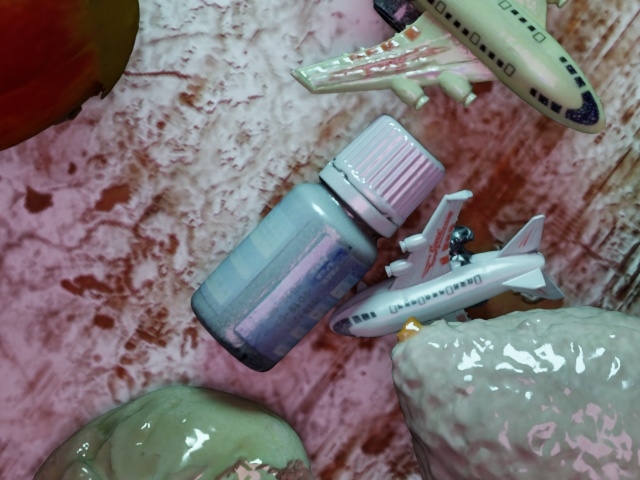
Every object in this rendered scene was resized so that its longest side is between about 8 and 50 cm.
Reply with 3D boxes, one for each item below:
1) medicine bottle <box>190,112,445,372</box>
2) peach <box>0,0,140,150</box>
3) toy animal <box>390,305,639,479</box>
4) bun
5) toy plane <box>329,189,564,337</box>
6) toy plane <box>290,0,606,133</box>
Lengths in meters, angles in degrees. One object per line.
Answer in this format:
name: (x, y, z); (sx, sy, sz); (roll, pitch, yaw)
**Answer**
medicine bottle: (0.000, 0.000, 1.130); (0.083, 0.083, 0.203); (43, 98, -9)
peach: (-0.285, -0.209, 0.948); (0.370, 0.370, 0.370); (0, 101, -2)
toy animal: (0.203, 0.156, 1.105); (0.358, 0.188, 0.226); (38, 121, -22)
bun: (-0.110, 0.222, 1.152); (0.237, 0.116, 0.210); (-38, 99, 7)
toy plane: (0.089, 0.035, 1.144); (0.171, 0.065, 0.162); (-12, 124, 10)
toy plane: (0.102, -0.167, 1.092); (0.256, 0.104, 0.242); (42, 94, -9)
